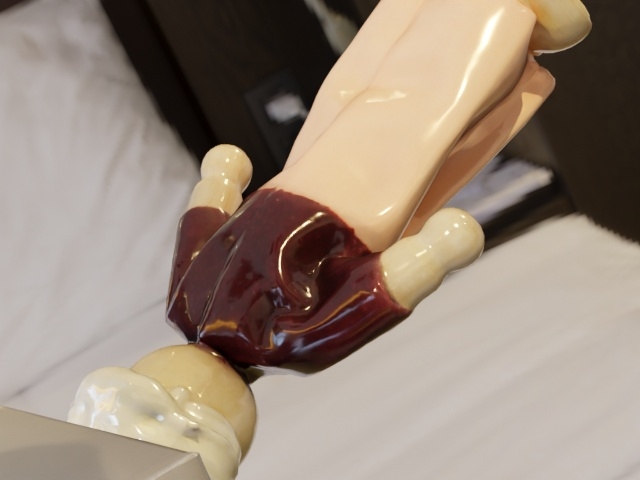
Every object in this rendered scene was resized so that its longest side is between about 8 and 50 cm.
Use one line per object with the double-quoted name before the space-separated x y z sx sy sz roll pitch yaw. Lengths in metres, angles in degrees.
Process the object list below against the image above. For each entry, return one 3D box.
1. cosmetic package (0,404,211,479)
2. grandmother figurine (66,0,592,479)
"cosmetic package" -0.109 0.131 0.534 0.107 0.127 0.238 -30 17 -31
"grandmother figurine" 0.000 0.000 0.779 0.342 0.104 0.208 -53 24 -17
